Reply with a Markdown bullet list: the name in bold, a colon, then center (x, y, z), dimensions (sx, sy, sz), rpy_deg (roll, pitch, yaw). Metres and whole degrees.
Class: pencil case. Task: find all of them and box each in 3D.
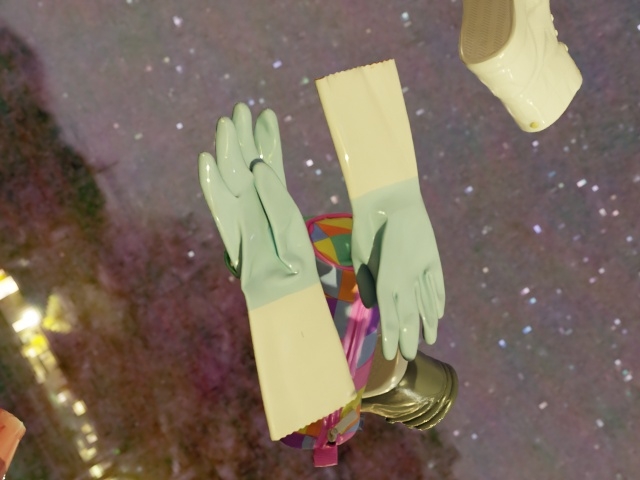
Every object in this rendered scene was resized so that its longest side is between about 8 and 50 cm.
- **pencil case**: center (0.011, 0.091, 0.971), dimensions (0.104, 0.104, 0.236), rpy_deg (44, -44, 43)

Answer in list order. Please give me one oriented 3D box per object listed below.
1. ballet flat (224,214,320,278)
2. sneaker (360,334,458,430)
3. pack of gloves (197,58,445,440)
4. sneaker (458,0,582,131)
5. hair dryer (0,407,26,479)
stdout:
- **ballet flat**: center (-0.058, 0.019, 1.274), dimensions (0.247, 0.087, 0.083), rpy_deg (170, -87, -65)
- **sneaker**: center (0.055, 0.192, 1.348), dimensions (0.147, 0.104, 0.296), rpy_deg (30, -25, -29)
- **pack of gloves**: center (0.000, 0.000, 0.766), dimensions (0.046, 0.195, 0.232), rpy_deg (-2, -75, 51)
- **sneaker**: center (0.256, -0.269, 1.310), dimensions (0.108, 0.292, 0.169), rpy_deg (-13, -43, 37)
- **hair dryer**: center (-0.377, 0.213, 0.836), dimensions (0.080, 0.294, 0.223), rpy_deg (81, -15, -54)
